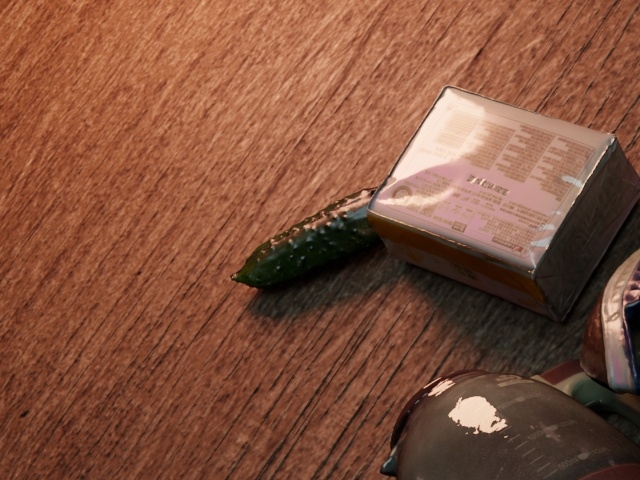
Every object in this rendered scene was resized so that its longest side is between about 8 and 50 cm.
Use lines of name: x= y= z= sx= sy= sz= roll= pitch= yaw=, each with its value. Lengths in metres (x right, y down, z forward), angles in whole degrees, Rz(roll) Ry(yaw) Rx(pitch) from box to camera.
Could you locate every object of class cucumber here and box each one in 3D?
cucumber: x=0.000 y=0.000 z=2.154 sx=0.227 sy=0.069 sz=0.069 roll=-26 pitch=52 yaw=15

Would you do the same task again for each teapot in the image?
teapot: x=0.225 y=0.230 z=1.810 sx=0.315 sy=0.233 sz=0.312 roll=-19 pitch=41 yaw=-21

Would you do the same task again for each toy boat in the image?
toy boat: x=0.345 y=0.068 z=1.867 sx=0.115 sy=0.114 sz=0.262 roll=-4 pitch=30 yaw=43

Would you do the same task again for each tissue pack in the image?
tissue pack: x=0.194 y=-0.040 z=2.038 sx=0.225 sy=0.124 sz=0.185 roll=22 pitch=72 yaw=36
